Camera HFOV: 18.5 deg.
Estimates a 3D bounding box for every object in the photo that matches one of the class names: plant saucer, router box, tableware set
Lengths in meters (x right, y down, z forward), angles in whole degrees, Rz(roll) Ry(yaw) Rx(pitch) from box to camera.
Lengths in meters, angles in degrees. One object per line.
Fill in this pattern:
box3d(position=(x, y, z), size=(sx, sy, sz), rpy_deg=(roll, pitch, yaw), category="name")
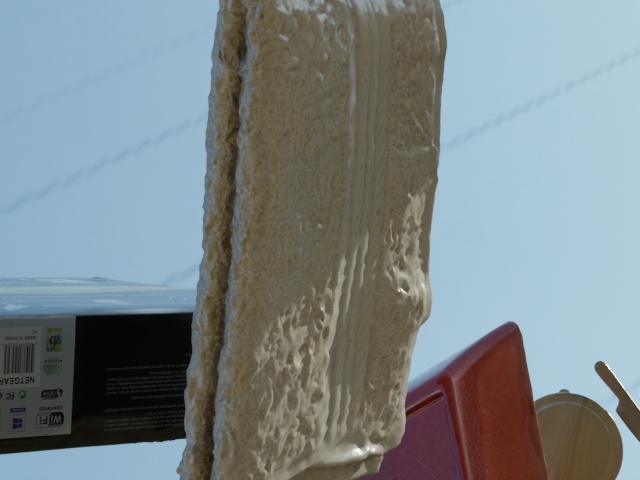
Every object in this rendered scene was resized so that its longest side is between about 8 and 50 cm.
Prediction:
box3d(position=(0.067, 0.214, 1.323), size=(0.047, 0.258, 0.259), rpy_deg=(3, -23, -28), category="plant saucer")
box3d(position=(-0.179, 0.070, 1.209), size=(0.308, 0.243, 0.081), rpy_deg=(1, -87, -44), category="router box")
box3d(position=(0.216, 0.204, 1.494), size=(0.128, 0.194, 0.039), rpy_deg=(-32, -15, -13), category="tableware set")

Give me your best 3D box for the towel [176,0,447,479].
box3d(position=(0.000, 0.000, 1.043), size=(0.187, 0.049, 0.282), rpy_deg=(-10, -73, -59), category="towel")
